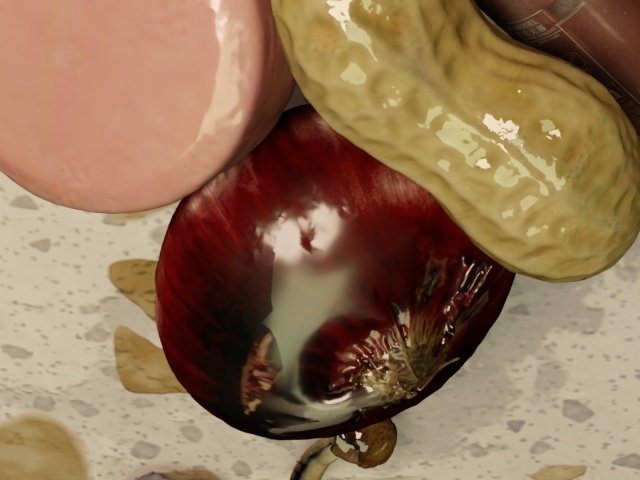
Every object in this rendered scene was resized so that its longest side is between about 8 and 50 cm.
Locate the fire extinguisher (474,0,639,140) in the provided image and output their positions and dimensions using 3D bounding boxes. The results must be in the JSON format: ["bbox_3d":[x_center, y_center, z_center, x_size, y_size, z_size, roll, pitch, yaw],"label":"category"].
[{"bbox_3d":[0.168,-0.142,0.976,0.105,0.104,0.269,-29,126,35],"label":"fire extinguisher"}]

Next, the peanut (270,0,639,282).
[{"bbox_3d":[0.083,-0.081,0.923,0.298,0.120,0.136,37,147,-24],"label":"peanut"}]

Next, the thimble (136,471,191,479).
[{"bbox_3d":[-0.142,0.302,1.529,0.127,0.117,0.151,8,140,1],"label":"thimble"}]

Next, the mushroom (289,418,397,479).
[{"bbox_3d":[0.015,0.189,1.430,0.060,0.061,0.187,33,147,-7],"label":"mushroom"}]

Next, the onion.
[{"bbox_3d":[0.000,0.000,1.118,0.273,0.285,0.273,-24,145,-18],"label":"onion"}]

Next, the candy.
[{"bbox_3d":[-0.136,-0.141,0.972,0.255,0.094,0.255,10,115,21],"label":"candy"}]
